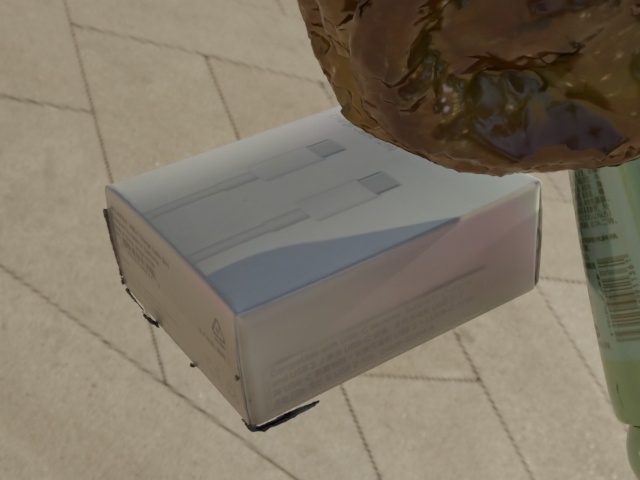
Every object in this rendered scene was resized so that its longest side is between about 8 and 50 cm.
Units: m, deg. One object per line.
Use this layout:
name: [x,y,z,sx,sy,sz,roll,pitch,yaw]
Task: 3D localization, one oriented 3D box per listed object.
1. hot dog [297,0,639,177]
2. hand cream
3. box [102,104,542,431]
hot dog: [0.122,-0.115,0.379,0.259,0.175,0.114,-24,53,-1]
hand cream: [0.195,0.005,0.609,0.147,0.093,0.305,-9,80,-81]
box: [0.000,0.000,0.723,0.252,0.106,0.203,-21,35,-25]
